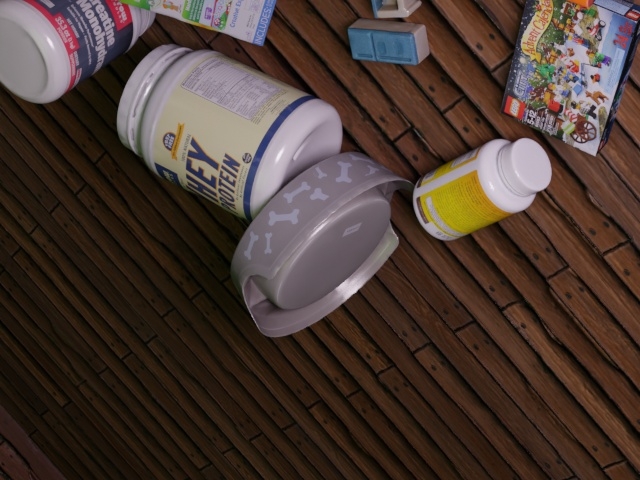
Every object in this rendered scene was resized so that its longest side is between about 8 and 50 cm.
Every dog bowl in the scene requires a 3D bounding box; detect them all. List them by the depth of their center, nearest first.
[{"bbox_3d":[0.000,0.000,2.114,0.102,0.349,0.349,45,142,21],"label":"dog bowl"}]

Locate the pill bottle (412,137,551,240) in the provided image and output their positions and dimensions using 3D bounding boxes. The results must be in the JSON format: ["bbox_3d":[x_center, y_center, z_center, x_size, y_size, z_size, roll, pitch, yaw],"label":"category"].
[{"bbox_3d":[0.250,-0.083,1.989,0.215,0.117,0.117,-26,104,49],"label":"pill bottle"}]

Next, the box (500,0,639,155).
[{"bbox_3d":[0.353,-0.249,1.819,0.159,0.044,0.233,27,136,21],"label":"box"}]

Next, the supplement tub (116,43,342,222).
[{"bbox_3d":[-0.153,-0.178,2.161,0.325,0.235,0.235,27,136,21],"label":"supplement tub"}]

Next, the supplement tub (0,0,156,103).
[{"bbox_3d":[-0.429,-0.373,2.206,0.191,0.272,0.191,23,135,25],"label":"supplement tub"}]

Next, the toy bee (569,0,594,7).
[{"bbox_3d":[0.355,-0.432,1.609,0.195,0.162,0.298,33,164,2],"label":"toy bee"}]

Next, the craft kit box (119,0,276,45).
[{"bbox_3d":[-0.176,-0.444,2.026,0.246,0.061,0.250,15,138,-8],"label":"craft kit box"}]

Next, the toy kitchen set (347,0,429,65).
[{"bbox_3d":[0.056,-0.337,1.904,0.122,0.166,0.207,11,129,34],"label":"toy kitchen set"}]
